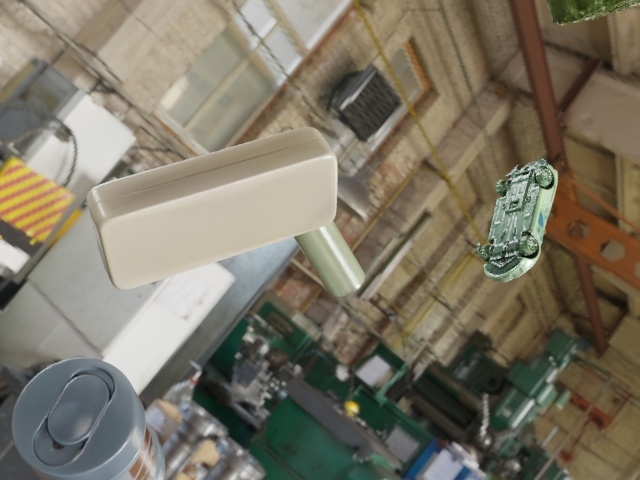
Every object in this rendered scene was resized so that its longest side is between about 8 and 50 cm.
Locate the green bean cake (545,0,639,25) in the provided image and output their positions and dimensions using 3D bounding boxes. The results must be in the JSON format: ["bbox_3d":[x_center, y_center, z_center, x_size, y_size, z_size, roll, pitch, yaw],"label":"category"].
[{"bbox_3d":[0.482,-0.422,1.330,0.248,0.222,0.124,-16,-86,40],"label":"green bean cake"}]

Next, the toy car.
[{"bbox_3d":[0.271,-0.023,1.173,0.058,0.186,0.093,32,-26,-28],"label":"toy car"}]

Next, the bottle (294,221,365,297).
[{"bbox_3d":[0.000,0.000,1.430,0.072,0.072,0.201,31,-24,57],"label":"bottle"}]

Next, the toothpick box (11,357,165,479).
[{"bbox_3d":[-0.193,0.176,0.745,0.101,0.101,0.153,37,-24,20],"label":"toothpick box"}]

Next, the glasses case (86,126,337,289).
[{"bbox_3d":[-0.141,-0.046,1.191,0.144,0.337,0.076,91,-26,-45],"label":"glasses case"}]
